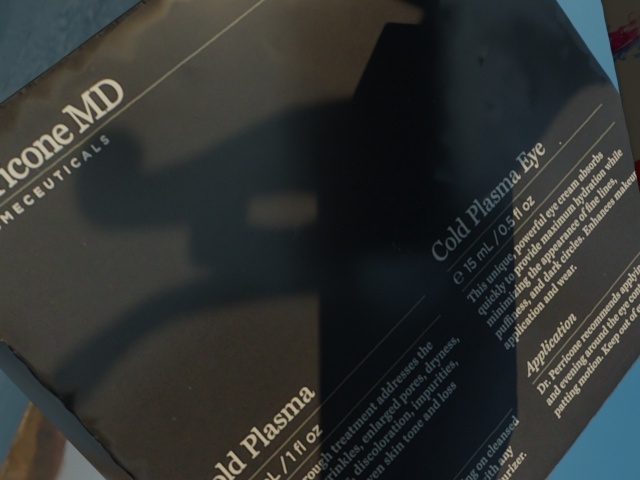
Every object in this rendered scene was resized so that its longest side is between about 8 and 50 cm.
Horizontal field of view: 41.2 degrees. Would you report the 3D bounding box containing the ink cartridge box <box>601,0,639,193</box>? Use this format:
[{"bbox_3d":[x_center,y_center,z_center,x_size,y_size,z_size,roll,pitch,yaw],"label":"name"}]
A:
[{"bbox_3d":[0.174,-0.087,0.289,0.134,0.078,0.231,-26,-111,59],"label":"ink cartridge box"}]

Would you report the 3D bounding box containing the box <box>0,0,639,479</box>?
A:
[{"bbox_3d":[0.000,0.000,0.487,0.343,0.312,0.179,-43,-165,-22],"label":"box"}]
